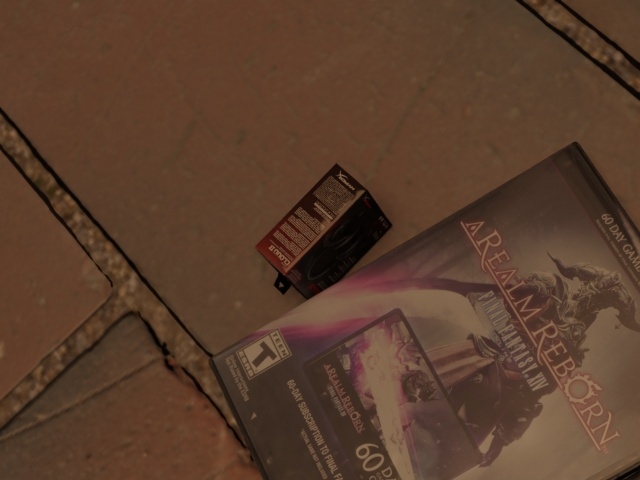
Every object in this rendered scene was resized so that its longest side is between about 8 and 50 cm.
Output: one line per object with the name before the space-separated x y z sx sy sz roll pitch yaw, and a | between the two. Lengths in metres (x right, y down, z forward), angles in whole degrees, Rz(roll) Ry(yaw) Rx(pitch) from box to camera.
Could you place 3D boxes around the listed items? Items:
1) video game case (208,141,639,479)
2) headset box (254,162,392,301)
video game case | 0.087 0.086 0.805 0.274 0.026 0.196 -31 63 6
headset box | 0.000 0.000 0.846 0.083 0.062 0.032 -47 62 -4
